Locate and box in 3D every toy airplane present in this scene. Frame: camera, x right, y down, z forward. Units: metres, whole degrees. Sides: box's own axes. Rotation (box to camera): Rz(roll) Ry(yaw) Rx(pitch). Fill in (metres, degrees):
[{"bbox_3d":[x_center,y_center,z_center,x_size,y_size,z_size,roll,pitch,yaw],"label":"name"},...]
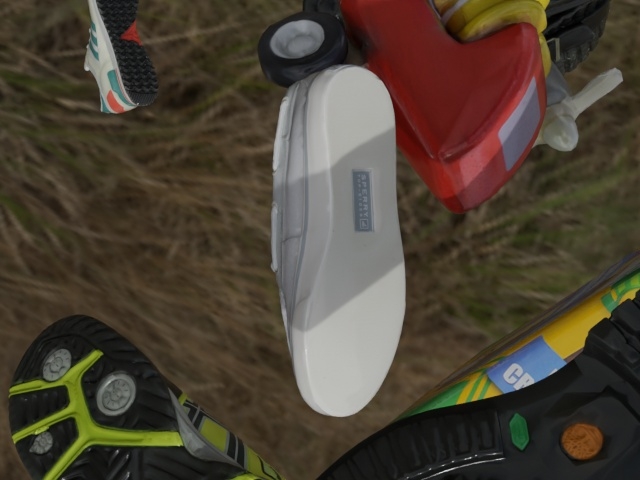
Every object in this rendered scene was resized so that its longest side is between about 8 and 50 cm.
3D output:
[{"bbox_3d":[0.099,-0.223,1.208,0.272,0.386,0.385,-10,94,9],"label":"toy airplane"}]

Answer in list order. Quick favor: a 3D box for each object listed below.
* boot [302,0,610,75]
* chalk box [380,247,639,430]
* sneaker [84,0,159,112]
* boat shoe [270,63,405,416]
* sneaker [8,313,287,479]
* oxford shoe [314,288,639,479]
[{"bbox_3d":[0.146,-0.220,1.668,0.347,0.260,0.131,-13,79,-7],"label":"boot"},{"bbox_3d":[0.210,0.088,0.910,0.180,0.289,0.179,55,32,4],"label":"chalk box"},{"bbox_3d":[-0.215,-0.202,1.665,0.057,0.075,0.161,-13,86,-46],"label":"sneaker"},{"bbox_3d":[0.000,0.000,0.892,0.066,0.063,0.184,-4,90,-35],"label":"boat shoe"},{"bbox_3d":[-0.126,0.210,1.425,0.145,0.384,0.147,-48,148,-1],"label":"sneaker"},{"bbox_3d":[0.081,0.099,0.633,0.227,0.083,0.096,-26,152,-5],"label":"oxford shoe"}]
